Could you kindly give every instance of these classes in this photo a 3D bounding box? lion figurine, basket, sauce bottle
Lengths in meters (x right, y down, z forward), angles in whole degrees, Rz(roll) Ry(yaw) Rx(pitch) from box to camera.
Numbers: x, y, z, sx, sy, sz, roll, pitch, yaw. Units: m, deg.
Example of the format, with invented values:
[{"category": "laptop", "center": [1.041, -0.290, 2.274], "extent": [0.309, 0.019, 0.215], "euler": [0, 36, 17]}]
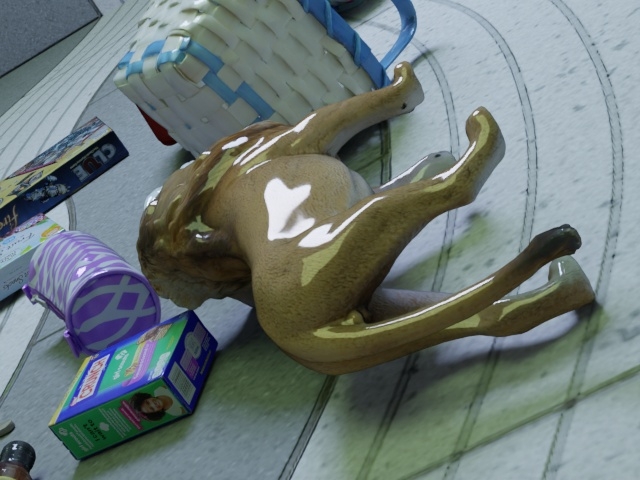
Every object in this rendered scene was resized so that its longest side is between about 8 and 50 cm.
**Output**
[{"category": "lion figurine", "center": [0.000, 0.000, 0.829], "extent": [0.240, 0.142, 0.392], "euler": [-27, 16, -5]}, {"category": "basket", "center": [-0.048, -0.207, 1.228], "extent": [0.201, 0.255, 0.289], "euler": [-2, 47, 57]}, {"category": "sauce bottle", "center": [-0.226, 0.187, 0.901], "extent": [0.042, 0.042, 0.128], "euler": [-30, 18, 9]}]

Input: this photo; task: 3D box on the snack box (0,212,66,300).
[{"category": "snack box", "center": [-0.357, 0.027, 1.441], "extent": [0.141, 0.037, 0.100], "euler": [-34, 27, -18]}]

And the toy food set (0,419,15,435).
[{"category": "toy food set", "center": [-0.325, 0.205, 1.007], "extent": [0.132, 0.038, 0.192], "euler": [-27, 21, 17]}]

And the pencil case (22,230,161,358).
[{"category": "pencil case", "center": [-0.208, 0.045, 1.127], "extent": [0.088, 0.086, 0.206], "euler": [-26, 17, -18]}]

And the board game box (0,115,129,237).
[{"category": "board game box", "center": [-0.386, -0.078, 1.746], "extent": [0.243, 0.042, 0.165], "euler": [-36, 20, -7]}]

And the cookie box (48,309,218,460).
[{"category": "cookie box", "center": [-0.139, 0.108, 0.948], "extent": [0.107, 0.040, 0.092], "euler": [-26, 22, 22]}]

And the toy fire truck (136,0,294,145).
[{"category": "toy fire truck", "center": [-0.109, -0.174, 1.441], "extent": [0.217, 0.158, 0.246], "euler": [-29, 10, 10]}]

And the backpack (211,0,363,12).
[{"category": "backpack", "center": [-0.052, -0.380, 1.685], "extent": [0.253, 0.225, 0.191], "euler": [-8, 54, 41]}]

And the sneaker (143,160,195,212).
[{"category": "sneaker", "center": [-0.127, -0.045, 1.266], "extent": [0.061, 0.053, 0.152], "euler": [-18, 24, 30]}]
